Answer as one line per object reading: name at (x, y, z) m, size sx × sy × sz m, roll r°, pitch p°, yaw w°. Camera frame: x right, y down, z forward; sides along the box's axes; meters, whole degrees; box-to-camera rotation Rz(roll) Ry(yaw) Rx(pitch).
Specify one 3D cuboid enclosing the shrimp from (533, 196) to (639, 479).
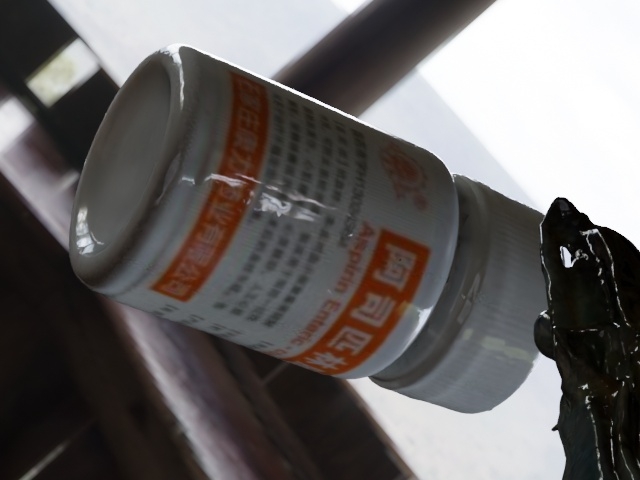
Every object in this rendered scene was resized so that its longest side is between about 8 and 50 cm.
shrimp at (0.117, 0.083, 0.410) m, size 0.075 × 0.178 × 0.289 m, roll 16°, pitch 53°, yaw -15°

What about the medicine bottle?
medicine bottle at (0.000, 0.000, 1.268) m, size 0.371 × 0.211 × 0.211 m, roll 22°, pitch 15°, yaw -25°
